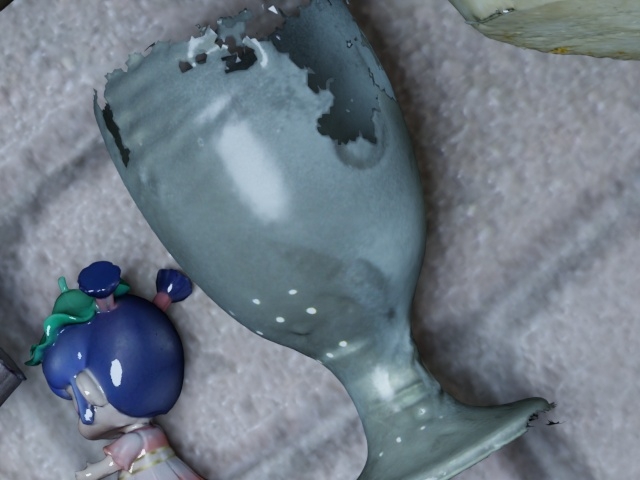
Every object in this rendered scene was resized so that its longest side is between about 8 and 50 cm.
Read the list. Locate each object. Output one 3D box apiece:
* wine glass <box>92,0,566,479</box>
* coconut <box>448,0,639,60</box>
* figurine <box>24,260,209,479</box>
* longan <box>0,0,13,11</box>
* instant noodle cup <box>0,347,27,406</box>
[{"bbox_3d":[-0.002,0.004,1.194,0.190,0.190,0.357,-26,88,0],"label":"wine glass"},{"bbox_3d":[0.189,-0.271,1.161,0.323,0.323,0.323,0,85,3],"label":"coconut"},{"bbox_3d":[-0.126,0.112,1.237,0.102,0.111,0.195,-19,87,18],"label":"figurine"},{"bbox_3d":[-0.291,-0.276,1.183,0.318,0.319,0.319,0,85,3],"label":"longan"},{"bbox_3d":[-0.320,0.102,1.189,0.217,0.217,0.207,44,84,6],"label":"instant noodle cup"}]
